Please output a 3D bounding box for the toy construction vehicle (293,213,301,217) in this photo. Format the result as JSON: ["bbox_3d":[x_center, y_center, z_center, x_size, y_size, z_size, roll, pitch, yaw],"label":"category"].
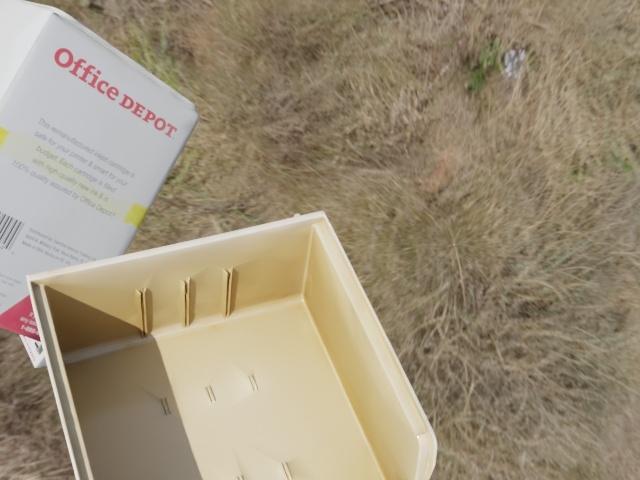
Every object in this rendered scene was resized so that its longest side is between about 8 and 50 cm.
[{"bbox_3d":[0.000,0.000,1.460,0.035,0.098,0.086,-34,45,-6],"label":"toy construction vehicle"}]

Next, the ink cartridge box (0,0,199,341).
[{"bbox_3d":[-0.378,-0.085,1.270,0.160,0.279,0.385,26,85,42],"label":"ink cartridge box"}]

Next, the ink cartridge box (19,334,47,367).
[{"bbox_3d":[-0.477,0.149,1.687,0.135,0.056,0.099,-47,65,37],"label":"ink cartridge box"}]

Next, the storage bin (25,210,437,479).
[{"bbox_3d":[-0.078,0.134,0.783,0.262,0.123,0.260,-13,53,-19],"label":"storage bin"}]
